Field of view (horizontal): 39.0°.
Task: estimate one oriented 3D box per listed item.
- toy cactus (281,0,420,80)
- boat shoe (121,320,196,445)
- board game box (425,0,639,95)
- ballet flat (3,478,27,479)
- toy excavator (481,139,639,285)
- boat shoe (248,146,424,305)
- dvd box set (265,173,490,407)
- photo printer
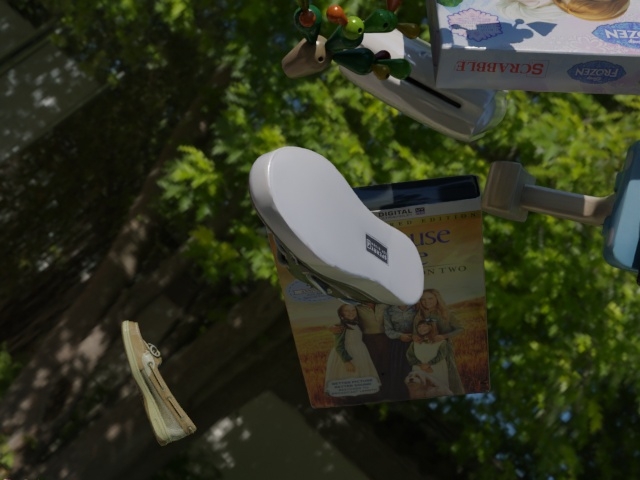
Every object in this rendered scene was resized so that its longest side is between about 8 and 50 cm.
[{"bbox_3d":[0.018,-0.273,1.198,0.219,0.112,0.181,20,-29,-40],"label":"toy cactus"},{"bbox_3d":[-0.193,0.162,1.060,0.056,0.048,0.153,153,-84,-77],"label":"boat shoe"},{"bbox_3d":[0.302,-0.317,1.205,0.065,0.319,0.318,93,-2,-47],"label":"board game box"},{"bbox_3d":[-0.306,0.324,0.815,0.077,0.240,0.091,25,-8,-3],"label":"ballet flat"},{"bbox_3d":[0.467,-0.032,1.283,0.433,0.222,0.445,14,-3,2],"label":"toy excavator"},{"bbox_3d":[0.000,0.000,0.932,0.102,0.108,0.301,-11,-24,29],"label":"boat shoe"},{"bbox_3d":[0.102,0.094,1.391,0.062,0.308,0.420,-90,172,-49],"label":"dvd box set"},{"bbox_3d":[0.171,-0.254,1.452,0.256,0.107,0.307,31,15,9],"label":"photo printer"}]
